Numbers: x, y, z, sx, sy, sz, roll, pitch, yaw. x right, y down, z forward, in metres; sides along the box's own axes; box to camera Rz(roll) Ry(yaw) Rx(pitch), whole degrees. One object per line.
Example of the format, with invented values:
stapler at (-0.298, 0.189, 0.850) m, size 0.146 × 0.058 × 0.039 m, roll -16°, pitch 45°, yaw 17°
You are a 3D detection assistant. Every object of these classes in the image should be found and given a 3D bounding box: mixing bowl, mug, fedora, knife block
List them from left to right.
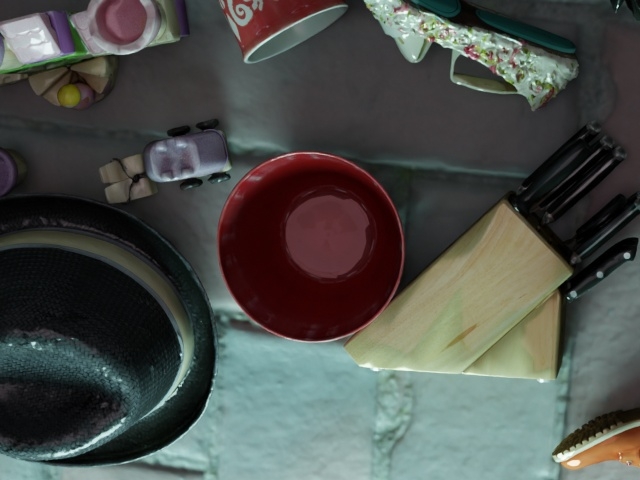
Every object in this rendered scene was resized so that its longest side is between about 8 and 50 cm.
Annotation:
fedora at (-0.272, 0.114, 1.676) m, size 0.334 × 0.152 × 0.334 m, roll 3°, pitch 110°, yaw 9°
mug at (-0.050, -0.274, 1.644) m, size 0.113 × 0.150 × 0.169 m, roll -33°, pitch 85°, yaw 50°
mixing bowl at (0.000, 0.000, 1.658) m, size 0.181 × 0.098 × 0.181 m, roll 2°, pitch 98°, yaw 12°
knife block at (0.167, 0.005, 1.631) m, size 0.276 × 0.088 × 0.242 m, roll 3°, pitch 97°, yaw 11°

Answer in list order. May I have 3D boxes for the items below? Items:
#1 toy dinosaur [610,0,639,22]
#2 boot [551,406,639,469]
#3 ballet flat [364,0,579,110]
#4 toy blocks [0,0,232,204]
toy dinosaur at (0.348, -0.310, 1.528) m, size 0.322 × 0.164 × 0.218 m, roll 43°, pitch 69°, yaw 13°
boot at (0.303, 0.200, 1.647) m, size 0.158 × 0.059 × 0.084 m, roll -21°, pitch 98°, yaw 12°
ballet flat at (0.123, -0.188, 1.605) m, size 0.241 × 0.091 × 0.077 m, roll 25°, pitch 114°, yaw 0°
toy blocks at (-0.269, -0.167, 1.607) m, size 0.289 × 0.260 × 0.309 m, roll -12°, pitch 95°, yaw 12°
